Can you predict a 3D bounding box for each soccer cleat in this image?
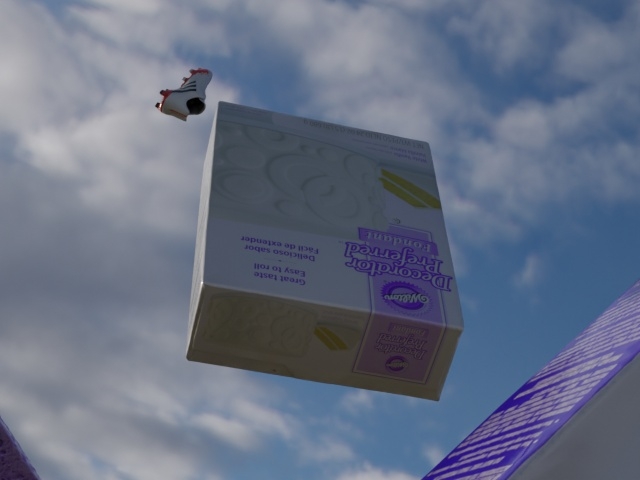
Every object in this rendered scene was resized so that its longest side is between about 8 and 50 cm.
[{"bbox_3d":[-0.112,-0.127,1.108,0.036,0.083,0.029,31,-57,10],"label":"soccer cleat"}]

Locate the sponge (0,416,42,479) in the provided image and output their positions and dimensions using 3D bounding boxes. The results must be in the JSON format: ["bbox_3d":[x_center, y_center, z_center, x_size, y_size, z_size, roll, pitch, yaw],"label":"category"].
[{"bbox_3d":[-0.306,0.208,1.074,0.210,0.117,0.031,58,-10,-4],"label":"sponge"}]

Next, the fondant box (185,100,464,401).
[{"bbox_3d":[0.000,0.000,1.244,0.238,0.330,0.096,10,-55,-9],"label":"fondant box"}]

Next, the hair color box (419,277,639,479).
[{"bbox_3d":[0.140,0.119,0.436,0.185,0.339,0.110,52,-25,1],"label":"hair color box"}]
